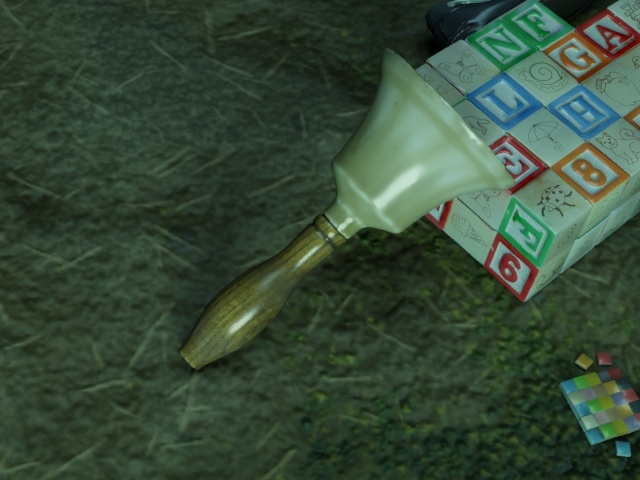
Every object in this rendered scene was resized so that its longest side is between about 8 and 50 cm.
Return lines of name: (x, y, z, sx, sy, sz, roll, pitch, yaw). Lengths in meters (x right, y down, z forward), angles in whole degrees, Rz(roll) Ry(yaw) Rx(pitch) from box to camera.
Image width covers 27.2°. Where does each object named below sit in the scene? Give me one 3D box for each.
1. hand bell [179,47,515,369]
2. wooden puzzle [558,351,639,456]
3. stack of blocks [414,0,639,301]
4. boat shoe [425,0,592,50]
hand bell: (0.000, 0.000, 0.884, 0.242, 0.126, 0.126, -44, 66, 3)
wooden puzzle: (0.199, 0.114, 0.927, 0.049, 0.006, 0.083, -13, 57, -20)
stack of blocks: (0.205, -0.104, 1.042, 0.297, 0.087, 0.171, -33, 65, -30)
boat shoe: (0.177, -0.214, 1.130, 0.206, 0.075, 0.065, -33, 68, -25)
